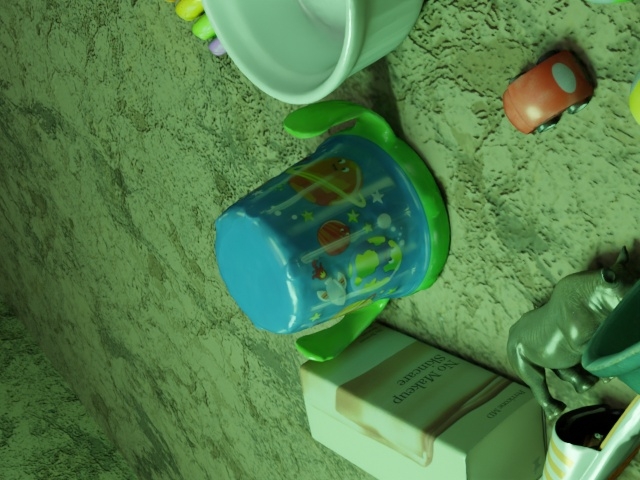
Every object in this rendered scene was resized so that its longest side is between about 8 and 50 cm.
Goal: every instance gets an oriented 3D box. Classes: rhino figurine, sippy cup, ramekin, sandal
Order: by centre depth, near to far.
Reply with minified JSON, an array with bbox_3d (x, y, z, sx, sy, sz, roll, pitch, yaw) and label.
[{"bbox_3d":[0.273,0.087,0.819,0.106,0.073,0.243,50,143,15],"label":"rhino figurine"},{"bbox_3d":[0.295,0.197,0.849,0.076,0.101,0.265,43,133,31],"label":"sandal"},{"bbox_3d":[-0.014,-0.301,0.878,0.277,0.135,0.277,36,142,35],"label":"ramekin"},{"bbox_3d":[0.000,0.000,0.996,0.240,0.224,0.306,-18,97,57],"label":"sippy cup"}]

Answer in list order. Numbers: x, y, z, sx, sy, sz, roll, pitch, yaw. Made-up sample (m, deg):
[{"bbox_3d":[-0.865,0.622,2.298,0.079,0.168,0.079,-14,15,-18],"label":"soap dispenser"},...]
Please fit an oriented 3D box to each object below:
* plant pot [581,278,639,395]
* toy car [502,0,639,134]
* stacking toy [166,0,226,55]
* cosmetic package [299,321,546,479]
[{"bbox_3d":[0.391,0.077,0.449,0.334,0.341,0.341,47,144,10],"label":"plant pot"},{"bbox_3d":[0.240,-0.186,0.696,0.239,0.053,0.225,17,125,48],"label":"toy car"},{"bbox_3d":[-0.118,-0.306,1.051,0.175,0.166,0.302,-15,114,52],"label":"stacking toy"},{"bbox_3d":[0.125,0.229,1.045,0.296,0.153,0.129,18,127,46],"label":"cosmetic package"}]
